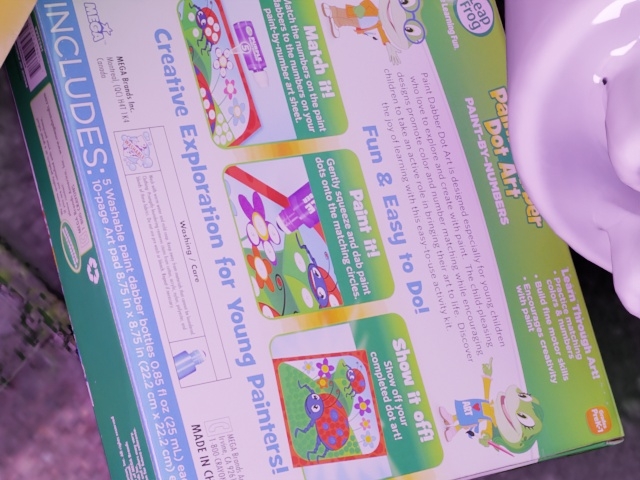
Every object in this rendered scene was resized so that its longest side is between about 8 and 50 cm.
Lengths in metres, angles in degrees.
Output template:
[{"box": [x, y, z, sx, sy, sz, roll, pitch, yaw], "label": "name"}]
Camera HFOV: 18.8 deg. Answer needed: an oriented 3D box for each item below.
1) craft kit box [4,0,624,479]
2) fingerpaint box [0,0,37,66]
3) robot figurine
[{"box": [0.000, 0.000, 0.889, 0.247, 0.061, 0.250, -9, 79, -29], "label": "craft kit box"}, {"box": [-0.238, -0.261, 0.773, 0.371, 0.163, 0.445, 31, 61, -17], "label": "fingerpaint box"}, {"box": [0.187, -0.114, 0.912, 0.200, 0.300, 0.353, -1, 41, 5], "label": "robot figurine"}]
